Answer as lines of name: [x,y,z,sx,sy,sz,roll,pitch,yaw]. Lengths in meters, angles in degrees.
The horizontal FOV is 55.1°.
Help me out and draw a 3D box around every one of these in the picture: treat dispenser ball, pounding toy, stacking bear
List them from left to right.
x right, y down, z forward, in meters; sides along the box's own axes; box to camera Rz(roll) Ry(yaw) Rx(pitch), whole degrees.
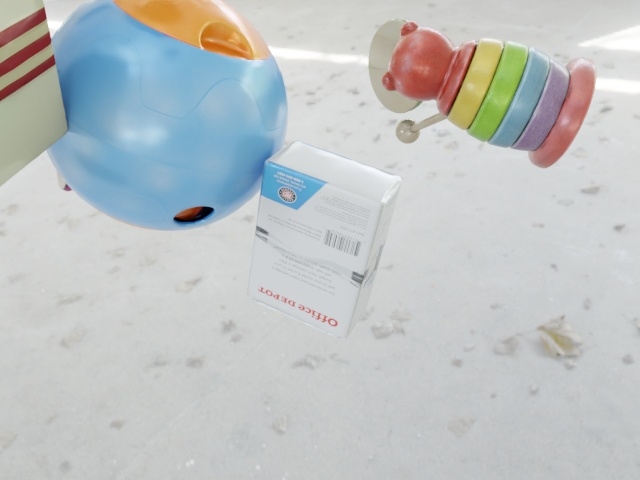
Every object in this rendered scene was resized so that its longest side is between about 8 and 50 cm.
treat dispenser ball: [-0.183,-0.154,0.733,0.288,0.288,0.288,-5,33,3]
pounding toy: [0.202,-0.333,1.248,0.110,0.237,0.183,-17,-3,-29]
stacking bear: [0.242,-0.234,0.930,0.289,0.175,0.164,21,20,3]

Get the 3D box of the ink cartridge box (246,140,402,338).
ink cartridge box: [0.000,0.000,0.716,0.140,0.190,0.082,22,36,14]

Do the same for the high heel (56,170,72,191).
high heel: [-0.425,-0.262,1.305,0.127,0.377,0.181,13,-8,43]

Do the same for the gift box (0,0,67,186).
gift box: [-0.389,-0.153,0.460,0.255,0.276,0.258,19,49,13]
